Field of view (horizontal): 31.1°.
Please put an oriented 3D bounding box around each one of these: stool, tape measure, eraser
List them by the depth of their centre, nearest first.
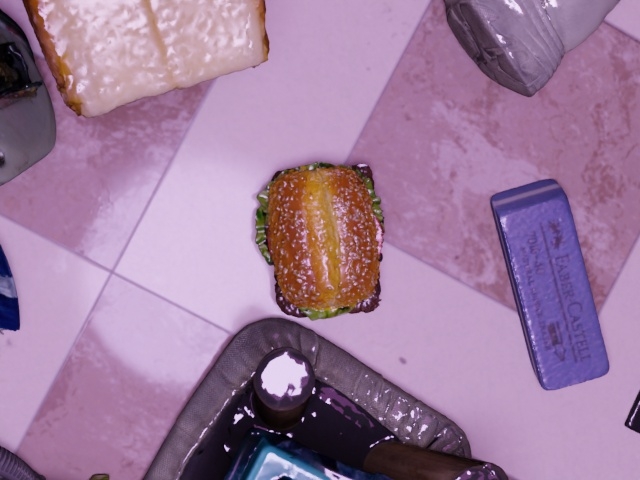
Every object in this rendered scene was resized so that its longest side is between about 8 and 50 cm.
[{"bbox_3d":[-0.348,-0.168,1.101,0.115,0.207,0.235,-20,105,20],"label":"tape measure"},{"bbox_3d":[-0.013,0.273,1.150,0.310,0.226,0.310,31,90,-5],"label":"stool"},{"bbox_3d":[0.252,0.048,1.268,0.082,0.036,0.225,-15,94,-4],"label":"eraser"}]

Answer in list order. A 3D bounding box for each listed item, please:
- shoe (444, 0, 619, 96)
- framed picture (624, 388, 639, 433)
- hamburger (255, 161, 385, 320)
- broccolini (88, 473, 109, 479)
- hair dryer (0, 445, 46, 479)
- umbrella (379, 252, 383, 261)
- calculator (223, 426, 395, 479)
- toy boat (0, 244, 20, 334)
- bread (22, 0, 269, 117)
[{"bbox_3d":[0.191,-0.341,1.207,0.211,0.132,0.342,-38,100,-8],"label":"shoe"},{"bbox_3d":[0.526,0.111,1.316,0.255,0.014,0.338,24,89,-8],"label":"framed picture"},{"bbox_3d":[0.000,0.000,1.200,0.137,0.087,0.165,-4,85,2],"label":"hamburger"},{"bbox_3d":[-0.236,0.357,1.209,0.067,0.058,0.216,5,91,-4],"label":"broccolini"},{"bbox_3d":[-0.452,0.222,1.143,0.361,0.121,0.301,19,117,-21],"label":"hair dryer"},{"bbox_3d":[0.009,0.029,1.250,0.122,0.013,0.022,-14,115,-7],"label":"umbrella"},{"bbox_3d":[0.010,0.320,1.015,0.274,0.058,0.248,29,88,-5],"label":"calculator"},{"bbox_3d":[-0.454,0.073,1.160,0.292,0.070,0.210,-35,109,1],"label":"toy boat"},{"bbox_3d":[-0.188,-0.286,1.054,0.207,0.279,0.279,-22,113,-9],"label":"bread"}]
